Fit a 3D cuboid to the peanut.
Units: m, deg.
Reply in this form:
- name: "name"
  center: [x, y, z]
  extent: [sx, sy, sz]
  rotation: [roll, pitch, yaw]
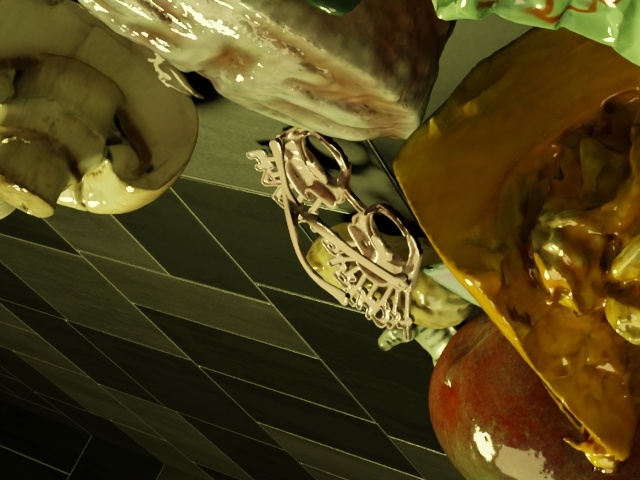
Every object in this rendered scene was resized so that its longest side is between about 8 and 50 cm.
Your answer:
- name: "peanut"
  center: [0.076, 0.035, 1.321]
  extent: [0.214, 0.099, 0.099]
  rotation: [11, 154, 37]

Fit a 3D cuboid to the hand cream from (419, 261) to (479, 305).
- name: "hand cream"
  center: [0.176, 0.031, 1.103]
  extent: [0.079, 0.050, 0.275]
  rotation: [56, 159, -6]

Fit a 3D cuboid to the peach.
- name: "peach"
  center: [0.229, 0.161, 1.235]
  extent: [0.252, 0.252, 0.252]
  rotation: [24, 159, 10]

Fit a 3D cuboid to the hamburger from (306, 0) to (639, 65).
- name: "hamburger"
  center: [0.107, -0.199, 0.514]
  extent: [0.276, 0.260, 0.150]
  rotation: [16, -168, -13]

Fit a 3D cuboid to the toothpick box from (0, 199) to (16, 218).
- name: "toothpick box"
  center: [-0.440, -0.105, 1.605]
  extent: [0.111, 0.111, 0.181]
  rotation: [25, 159, 6]

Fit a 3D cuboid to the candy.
- name: "candy"
  center: [-0.041, -0.179, 0.869]
  extent: [0.289, 0.157, 0.214]
  rotation: [27, 175, -17]

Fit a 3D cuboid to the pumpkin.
- name: "pumpkin"
  center: [0.216, -0.015, 0.807]
  extent: [0.303, 0.256, 0.225]
  rotation: [-23, 127, 32]

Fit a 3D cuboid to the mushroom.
- name: "mushroom"
  center: [-0.260, -0.108, 1.241]
  extent: [0.253, 0.195, 0.189]
  rotation: [28, 158, -13]

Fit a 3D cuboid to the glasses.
- name: "glasses"
  center: [0.004, -0.001, 1.243]
  extent: [0.255, 0.095, 0.162]
  rotation: [53, 159, 9]

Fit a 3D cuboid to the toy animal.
- name: "toy animal"
  center: [0.184, 0.144, 1.491]
  extent: [0.217, 0.073, 0.176]
  rotation: [11, 140, 28]
